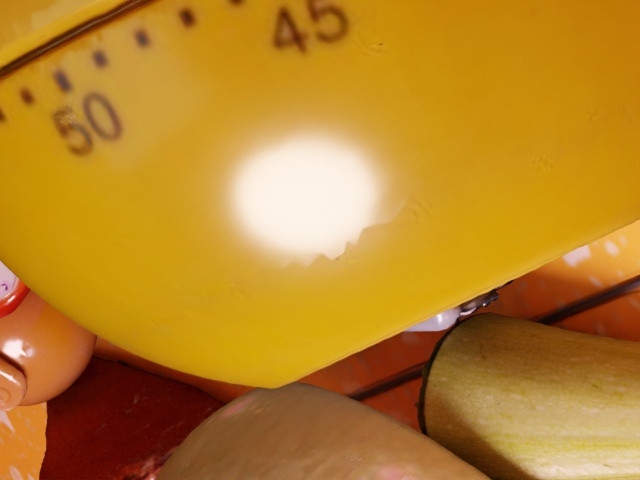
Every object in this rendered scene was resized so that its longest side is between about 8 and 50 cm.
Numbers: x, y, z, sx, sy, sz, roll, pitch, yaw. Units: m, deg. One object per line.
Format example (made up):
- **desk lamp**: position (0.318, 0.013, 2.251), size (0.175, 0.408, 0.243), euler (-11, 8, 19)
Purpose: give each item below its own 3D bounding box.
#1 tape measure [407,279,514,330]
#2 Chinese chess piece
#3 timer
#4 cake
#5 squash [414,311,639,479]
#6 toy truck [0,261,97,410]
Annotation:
- **tape measure**: position (0.000, -0.035, 1.068), size (0.181, 0.107, 0.182), euler (-16, 107, 50)
- **Chinese chess piece**: position (0.049, 0.234, 1.102), size (0.349, 0.146, 0.349), euler (35, 161, 14)
- **timer**: position (-0.021, -0.148, 0.795), size (0.376, 0.376, 0.386), euler (-26, 88, 58)
- **cake**: position (-0.158, 0.197, 1.430), size (0.262, 0.160, 0.158), euler (11, 129, 51)
- **squash**: position (0.160, 0.082, 0.987), size (0.224, 0.094, 0.094), euler (-3, 115, 46)
- **toy truck**: position (-0.239, -0.004, 1.358), size (0.239, 0.189, 0.265), euler (27, 130, -16)
